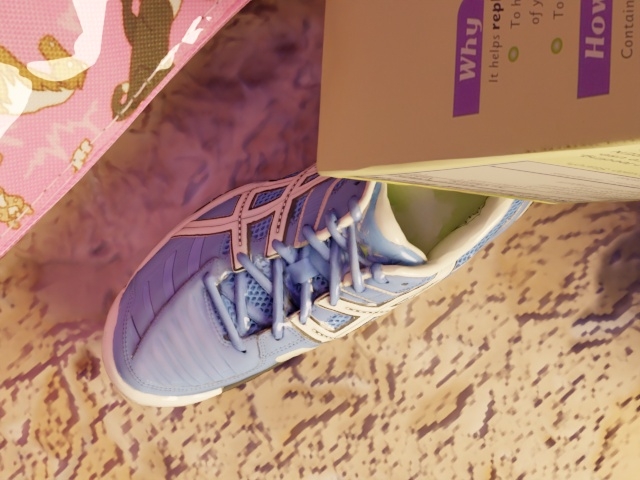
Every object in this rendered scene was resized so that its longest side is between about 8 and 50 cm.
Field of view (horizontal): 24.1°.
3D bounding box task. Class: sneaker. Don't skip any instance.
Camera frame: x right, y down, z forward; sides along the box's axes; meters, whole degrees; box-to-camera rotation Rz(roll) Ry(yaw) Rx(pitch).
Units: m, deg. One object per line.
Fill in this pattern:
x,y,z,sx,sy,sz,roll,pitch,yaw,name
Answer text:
0.000,0.000,0.621,0.211,0.081,0.080,-32,91,-1,sneaker

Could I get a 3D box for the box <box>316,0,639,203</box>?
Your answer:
0.117,-0.125,0.464,0.117,0.243,0.213,5,85,-34,box

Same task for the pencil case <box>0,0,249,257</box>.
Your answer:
-0.160,-0.065,0.584,0.386,0.160,0.167,-46,57,0,pencil case
